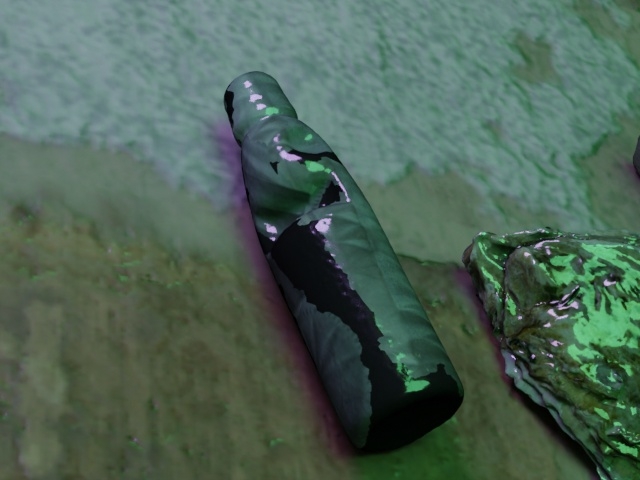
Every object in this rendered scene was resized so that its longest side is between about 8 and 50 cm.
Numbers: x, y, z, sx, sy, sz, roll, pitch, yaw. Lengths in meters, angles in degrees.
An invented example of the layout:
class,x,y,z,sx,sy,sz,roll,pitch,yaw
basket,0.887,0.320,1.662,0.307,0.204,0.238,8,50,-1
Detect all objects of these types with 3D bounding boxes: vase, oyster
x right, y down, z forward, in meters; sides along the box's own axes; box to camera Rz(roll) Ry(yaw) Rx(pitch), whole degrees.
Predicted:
class,x,y,z,sx,sy,sz,roll,pitch,yaw
vase,0.000,0.000,0.667,0.060,0.060,0.211,-6,56,-34
oyster,0.158,0.060,0.711,0.125,0.064,0.177,-19,74,-23

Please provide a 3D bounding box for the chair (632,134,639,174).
class,x,y,z,sx,sy,sz,roll,pitch,yaw
chair,0.327,0.034,0.761,0.186,0.160,0.319,1,53,-22
